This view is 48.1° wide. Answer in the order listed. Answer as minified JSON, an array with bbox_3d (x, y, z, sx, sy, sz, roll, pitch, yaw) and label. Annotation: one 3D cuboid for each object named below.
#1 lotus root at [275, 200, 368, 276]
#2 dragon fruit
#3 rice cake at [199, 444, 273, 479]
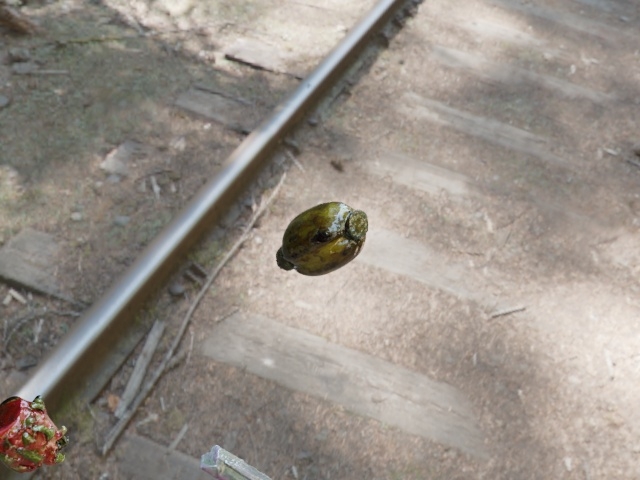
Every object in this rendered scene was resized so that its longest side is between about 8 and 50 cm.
[{"bbox_3d":[0.000,0.000,1.264,0.120,0.209,0.120,29,49,-38],"label":"lotus root"},{"bbox_3d":[-0.687,0.461,1.695,0.160,0.172,0.166,10,49,34],"label":"dragon fruit"},{"bbox_3d":[-0.107,0.473,1.349,0.270,0.049,0.055,33,3,-3],"label":"rice cake"}]
